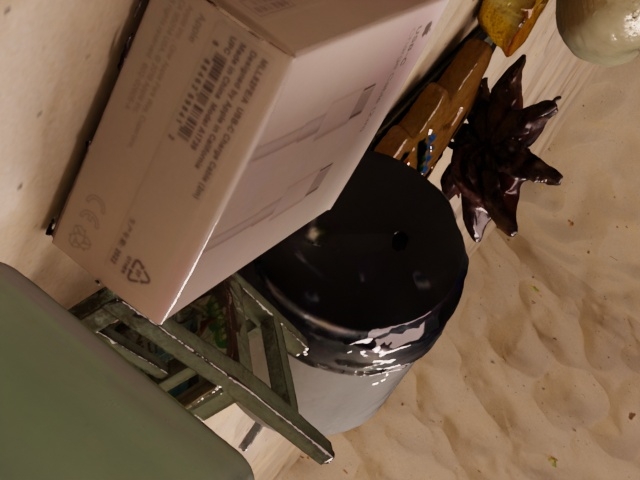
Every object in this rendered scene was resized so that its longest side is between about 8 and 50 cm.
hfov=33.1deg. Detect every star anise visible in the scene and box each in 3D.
[{"bbox_3d":[0.219,-0.123,1.462,0.102,0.272,0.272,7,131,-29],"label":"star anise"}]

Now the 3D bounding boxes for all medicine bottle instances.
[{"bbox_3d":[-0.151,0.091,0.481,0.139,0.225,0.139,-51,169,-13],"label":"medicine bottle"}]

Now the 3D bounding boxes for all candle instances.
[{"bbox_3d":[0.004,0.073,1.111,0.221,0.221,0.342,-46,170,-32],"label":"candle"}]

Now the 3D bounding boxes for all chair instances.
[{"bbox_3d":[-0.123,0.092,0.839,0.136,0.147,0.270,-32,131,16],"label":"chair"}]

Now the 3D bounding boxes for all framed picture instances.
[{"bbox_3d":[0.138,-0.160,1.449,0.347,0.016,0.265,-47,168,-31],"label":"framed picture"}]

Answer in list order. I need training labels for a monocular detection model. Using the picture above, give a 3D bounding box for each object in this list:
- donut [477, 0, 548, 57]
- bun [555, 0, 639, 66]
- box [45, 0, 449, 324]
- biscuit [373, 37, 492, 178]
[{"bbox_3d":[0.251,-0.314,1.307,0.162,0.065,0.178,-52,169,-32],"label":"donut"},{"bbox_3d":[0.393,-0.351,1.341,0.273,0.168,0.273,-171,-90,-87],"label":"bun"},{"bbox_3d":[-0.041,-0.087,0.713,0.251,0.106,0.203,-37,160,-58],"label":"box"},{"bbox_3d":[0.115,-0.108,1.359,0.301,0.043,0.278,-44,166,-37],"label":"biscuit"}]
